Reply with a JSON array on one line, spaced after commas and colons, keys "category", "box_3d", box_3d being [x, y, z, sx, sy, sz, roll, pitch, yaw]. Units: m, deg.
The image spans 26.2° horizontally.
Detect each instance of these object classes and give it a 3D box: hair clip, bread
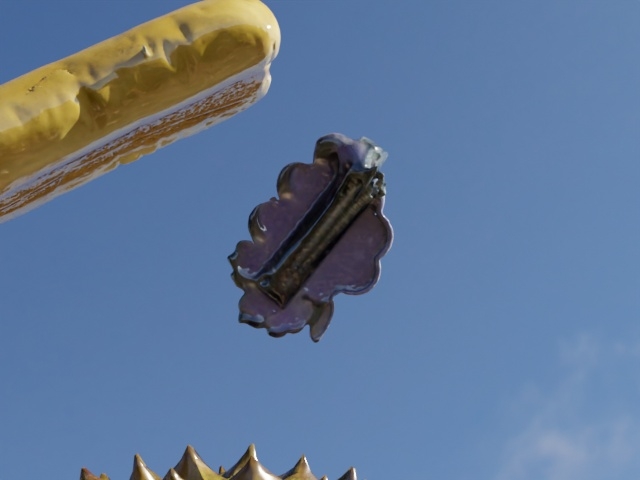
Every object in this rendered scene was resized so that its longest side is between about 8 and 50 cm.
[{"category": "hair clip", "box_3d": [0.000, 0.000, 1.176, 0.195, 0.124, 0.052, -55, 1, -6]}, {"category": "bread", "box_3d": [-0.175, -0.114, 1.136, 0.305, 0.091, 0.142, -27, -18, -18]}]

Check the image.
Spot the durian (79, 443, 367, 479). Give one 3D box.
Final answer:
[{"category": "durian", "box_3d": [-0.057, 0.270, 0.699, 0.384, 0.348, 0.348, 15, -32, 13]}]
